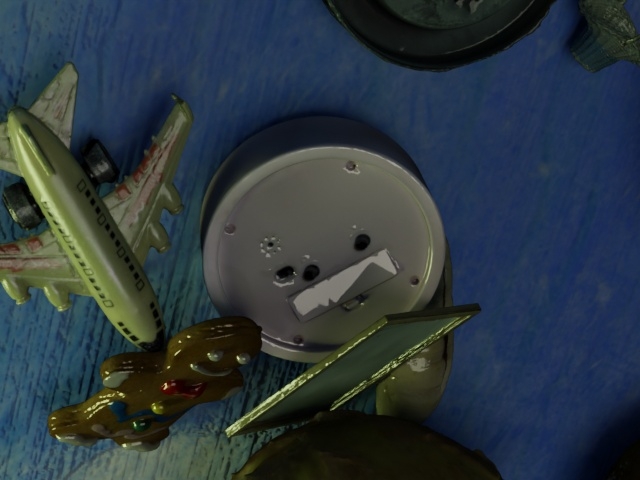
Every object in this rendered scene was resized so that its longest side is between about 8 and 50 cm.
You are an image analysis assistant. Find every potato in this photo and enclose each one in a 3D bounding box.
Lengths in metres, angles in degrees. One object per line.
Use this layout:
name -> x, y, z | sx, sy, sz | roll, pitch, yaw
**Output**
potato -> 0.045, 0.257, 1.288 | 0.289, 0.301, 0.237 | -41, 115, -31

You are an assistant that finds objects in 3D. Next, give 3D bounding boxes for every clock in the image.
clock -> 0.000, 0.000, 1.210 | 0.197, 0.068, 0.196 | -3, 117, -6
clock -> 0.097, -0.245, 1.156 | 0.226, 0.049, 0.226 | -10, 121, -17

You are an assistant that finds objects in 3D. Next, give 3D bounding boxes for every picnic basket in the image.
picnic basket -> 0.251, -0.180, 1.247 | 0.083, 0.065, 0.083 | 34, 122, -23

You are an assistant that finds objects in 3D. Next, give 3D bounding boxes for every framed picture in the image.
framed picture -> 0.027, 0.109, 1.250 | 0.201, 0.010, 0.136 | -39, 158, 33

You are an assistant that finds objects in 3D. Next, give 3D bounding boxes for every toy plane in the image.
toy plane -> -0.182, -0.011, 1.140 | 0.229, 0.092, 0.244 | -31, 124, -7

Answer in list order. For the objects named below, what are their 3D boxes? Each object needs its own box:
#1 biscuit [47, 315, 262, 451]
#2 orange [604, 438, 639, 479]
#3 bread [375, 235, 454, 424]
biscuit -> -0.125, 0.121, 1.205 | 0.138, 0.031, 0.205 | 16, 137, -44
orange -> 0.375, 0.284, 1.471 | 0.240, 0.171, 0.240 | -5, 124, -8
bread -> 0.088, 0.084, 1.323 | 0.073, 0.053, 0.214 | -9, 117, -21
